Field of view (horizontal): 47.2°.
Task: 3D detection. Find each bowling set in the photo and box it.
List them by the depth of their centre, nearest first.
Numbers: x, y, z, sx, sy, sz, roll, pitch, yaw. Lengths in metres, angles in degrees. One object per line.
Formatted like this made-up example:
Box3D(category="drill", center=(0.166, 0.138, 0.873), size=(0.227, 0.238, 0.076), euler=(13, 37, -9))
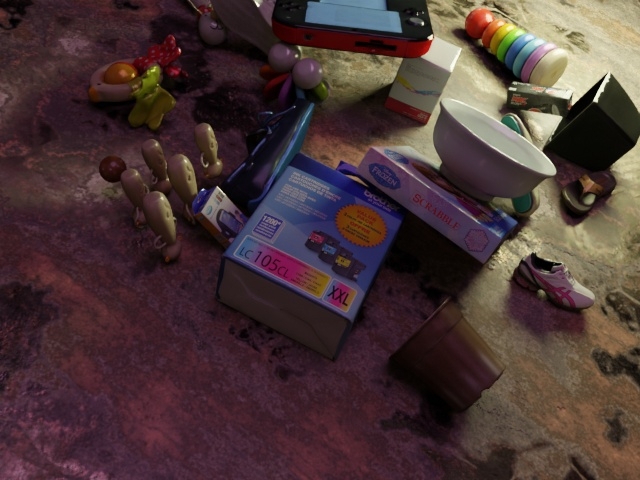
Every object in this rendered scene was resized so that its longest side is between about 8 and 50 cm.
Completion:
Box3D(category="bowling set", center=(-0.329, -0.110, 1.476), size=(0.199, 0.154, 0.287), euler=(10, 47, 20))

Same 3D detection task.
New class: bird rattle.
Box3D(category="bird rattle", center=(-0.419, -0.377, 1.661), size=(0.206, 0.143, 0.254), euler=(-3, 48, 1))

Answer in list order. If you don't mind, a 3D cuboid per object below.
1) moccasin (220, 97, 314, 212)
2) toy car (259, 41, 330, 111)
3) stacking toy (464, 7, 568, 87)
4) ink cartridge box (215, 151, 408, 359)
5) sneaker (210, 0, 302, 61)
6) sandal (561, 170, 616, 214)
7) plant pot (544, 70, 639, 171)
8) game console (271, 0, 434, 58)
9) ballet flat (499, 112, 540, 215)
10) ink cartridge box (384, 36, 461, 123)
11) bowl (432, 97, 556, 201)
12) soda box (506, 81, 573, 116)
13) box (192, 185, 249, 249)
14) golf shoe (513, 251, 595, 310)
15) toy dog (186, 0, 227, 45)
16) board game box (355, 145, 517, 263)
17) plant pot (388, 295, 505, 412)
Box3D(category="moccasin", center=(-0.112, -0.213, 1.613), size=(0.116, 0.138, 0.342), euler=(21, 47, 6))
Box3D(category="toy car", center=(-0.070, -0.380, 1.776), size=(0.182, 0.159, 0.136), euler=(37, 86, 15))
Box3D(category="stacking toy", center=(0.557, -0.575, 2.141), size=(0.141, 0.141, 0.330), euler=(-24, 58, -32))
Box3D(category="ink cartridge box", center=(0.000, 0.000, 1.468), size=(0.269, 0.151, 0.396), euler=(27, 47, 4))
Box3D(category="sneaker", center=(-0.161, -0.590, 1.883), size=(0.292, 0.108, 0.169), euler=(39, 36, -31))
Box3D(category="sandal", center=(0.689, -0.134, 1.858), size=(0.219, 0.060, 0.090), euler=(-24, 62, -33))
Box3D(category="plant pot", center=(0.741, -0.297, 1.939), size=(0.167, 0.188, 0.187), euler=(39, 50, 0))
Box3D(category="game console", center=(0.080, -0.563, 1.815), size=(0.386, 0.060, 0.342), euler=(7, 41, -2))
Box3D(category="ballet flat", center=(0.484, -0.181, 1.764), size=(0.086, 0.086, 0.249), euler=(-6, 87, -22))
Box3D(category="ink cartridge box", center=(0.260, -0.419, 1.876), size=(0.127, 0.176, 0.128), euler=(24, 49, 2))
Box3D(category="bowl", center=(0.357, -0.180, 1.620), size=(0.297, 0.134, 0.298), euler=(26, 25, -13))
Box3D(category="soda box", center=(0.597, -0.386, 2.001), size=(0.168, 0.060, 0.053), euler=(15, 45, 25))
Box3D(category="box", center=(-0.196, -0.044, 1.468), size=(0.136, 0.028, 0.081), euler=(50, 42, -27))
Box3D(category="golf shoe", center=(0.521, 0.090, 1.602), size=(0.186, 0.086, 0.068), euler=(25, 47, 1))
Box3D(category="toy dog", center=(-0.304, -0.675, 1.913), size=(0.220, 0.161, 0.334), euler=(-29, 65, -34))
Box3D(category="board game box", center=(0.261, -0.090, 1.575), size=(0.318, 0.066, 0.318), euler=(37, 18, 12))
Box3D(category="plant pot", center=(0.242, 0.219, 1.363), size=(0.165, 0.167, 0.167), euler=(45, 52, 11))
